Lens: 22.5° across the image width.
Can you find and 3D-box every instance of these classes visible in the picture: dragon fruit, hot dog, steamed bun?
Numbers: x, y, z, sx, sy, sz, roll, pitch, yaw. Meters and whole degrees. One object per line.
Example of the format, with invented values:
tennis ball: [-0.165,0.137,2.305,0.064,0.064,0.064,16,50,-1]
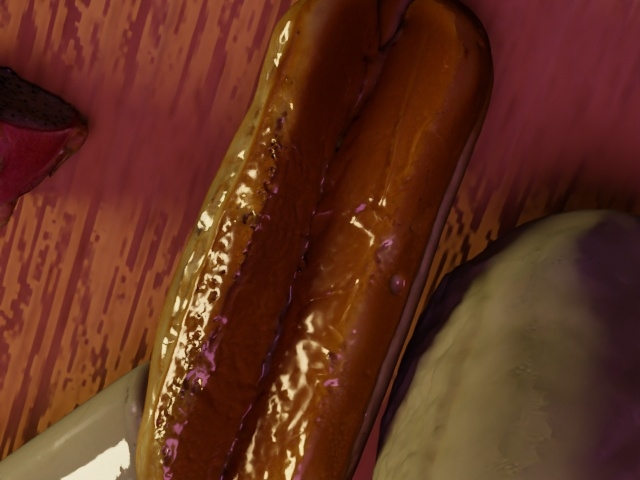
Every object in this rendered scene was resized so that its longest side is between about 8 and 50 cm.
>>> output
dragon fruit: [-0.143,-0.040,0.641,0.083,0.060,0.056,31,111,-8]
hot dog: [0.000,0.000,0.602,0.092,0.062,0.236,23,87,9]
steamed bun: [0.174,0.181,0.603,0.383,0.247,0.236,29,135,-6]

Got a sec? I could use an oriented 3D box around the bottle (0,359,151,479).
bottle: [-0.127,0.154,0.697,0.233,0.110,0.110,-36,105,20]
